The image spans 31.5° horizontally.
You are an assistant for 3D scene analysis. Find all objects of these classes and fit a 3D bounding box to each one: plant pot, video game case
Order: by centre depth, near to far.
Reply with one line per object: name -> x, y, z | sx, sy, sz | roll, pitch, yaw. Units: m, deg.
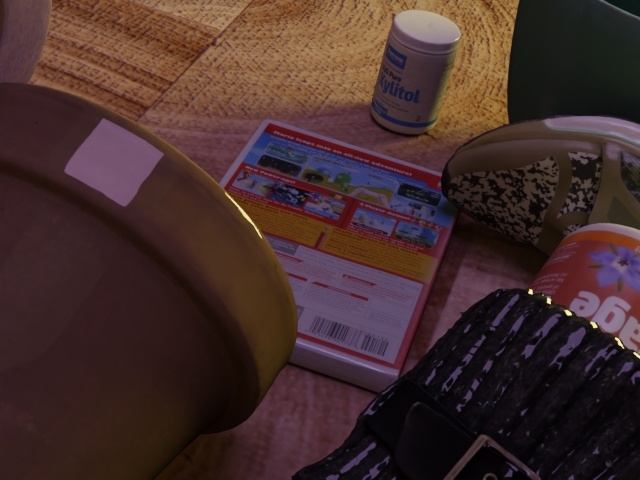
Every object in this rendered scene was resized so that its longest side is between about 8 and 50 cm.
plant pot -> -0.177, 0.080, 0.651 | 0.263, 0.263, 0.229 | 24, 57, 14
video game case -> 0.000, 0.000, 0.955 | 0.204, 0.025, 0.285 | 18, 38, 8
plant pot -> 0.308, -0.145, 1.058 | 0.293, 0.235, 0.293 | 7, 37, -6

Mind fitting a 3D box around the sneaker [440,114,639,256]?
sneaker -> 0.271, 0.037, 0.902 | 0.410, 0.158, 0.182 | 23, 57, 17

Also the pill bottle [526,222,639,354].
pill bottle -> 0.168, 0.098, 0.773 | 0.121, 0.121, 0.216 | 29, 57, 20

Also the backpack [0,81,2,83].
backpack -> -0.317, -0.037, 0.793 | 0.144, 0.165, 0.188 | 21, 35, 13

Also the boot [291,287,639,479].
boot -> 0.115, 0.195, 0.556 | 0.260, 0.131, 0.348 | -33, 59, -16

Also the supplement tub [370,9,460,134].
supplement tub -> 0.093, -0.166, 1.128 | 0.071, 0.107, 0.071 | 8, 37, -6

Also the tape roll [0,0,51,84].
tape roll -> -0.351, -0.178, 0.876 | 0.275, 0.274, 0.090 | -21, 48, -36
